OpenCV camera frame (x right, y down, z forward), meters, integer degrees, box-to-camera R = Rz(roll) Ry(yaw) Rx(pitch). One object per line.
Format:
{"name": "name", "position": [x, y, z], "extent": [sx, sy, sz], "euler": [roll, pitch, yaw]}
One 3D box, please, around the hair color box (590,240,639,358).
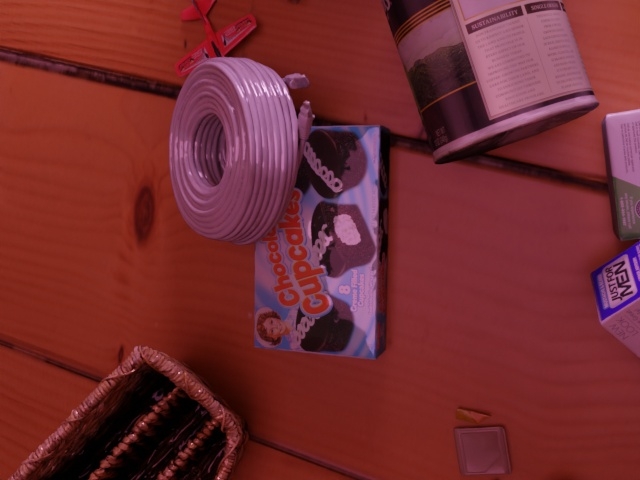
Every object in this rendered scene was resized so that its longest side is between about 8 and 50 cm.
{"name": "hair color box", "position": [0.487, 0.025, 0.730], "extent": [0.185, 0.110, 0.339], "euler": [39, 125, -12]}

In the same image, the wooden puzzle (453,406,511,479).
{"name": "wooden puzzle", "position": [0.225, 0.291, 0.964], "extent": [0.078, 0.014, 0.116], "euler": [-1, 94, 23]}

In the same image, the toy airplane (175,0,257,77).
{"name": "toy airplane", "position": [-0.167, -0.310, 1.041], "extent": [0.151, 0.028, 0.151], "euler": [1, 94, 18]}

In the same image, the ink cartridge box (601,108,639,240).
{"name": "ink cartridge box", "position": [0.451, -0.088, 0.815], "extent": [0.208, 0.087, 0.153], "euler": [-6, 93, 19]}

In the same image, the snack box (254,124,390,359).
{"name": "snack box", "position": [0.000, 0.000, 0.991], "extent": [0.187, 0.060, 0.322], "euler": [2, 95, 20]}

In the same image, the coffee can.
{"name": "coffee can", "position": [0.189, -0.254, 0.831], "extent": [0.201, 0.201, 0.275], "euler": [-19, 88, 19]}

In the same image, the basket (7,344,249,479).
{"name": "basket", "position": [-0.254, 0.328, 0.971], "extent": [0.213, 0.223, 0.299], "euler": [42, 80, 12]}

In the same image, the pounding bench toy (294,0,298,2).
{"name": "pounding bench toy", "position": [-0.046, -0.376, 0.964], "extent": [0.065, 0.083, 0.052], "euler": [-44, 80, 16]}

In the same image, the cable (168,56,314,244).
{"name": "cable", "position": [-0.125, -0.120, 0.952], "extent": [0.257, 0.089, 0.257], "euler": [29, 115, 48]}
